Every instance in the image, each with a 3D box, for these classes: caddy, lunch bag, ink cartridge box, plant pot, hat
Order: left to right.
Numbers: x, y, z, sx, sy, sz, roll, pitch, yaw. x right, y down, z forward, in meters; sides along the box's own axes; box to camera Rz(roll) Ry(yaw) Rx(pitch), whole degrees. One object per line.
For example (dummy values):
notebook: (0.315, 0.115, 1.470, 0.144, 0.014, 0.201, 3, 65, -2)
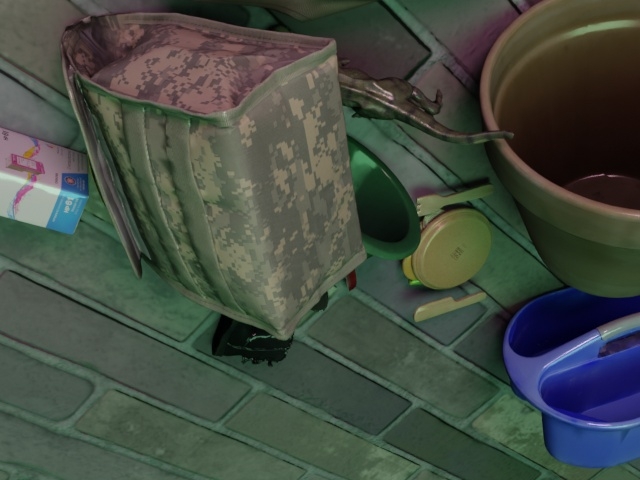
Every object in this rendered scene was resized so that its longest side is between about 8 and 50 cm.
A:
ink cartridge box: (-0.300, -0.064, 0.766, 0.122, 0.089, 0.052, 16, 119, -28)
lunch bag: (-0.122, -0.074, 0.715, 0.169, 0.286, 0.235, -42, 137, -36)
hat: (0.000, 0.000, 0.892, 0.208, 0.173, 0.183, 39, 126, -13)
caddy: (0.429, 0.169, 1.096, 0.341, 0.241, 0.179, -17, 133, -7)
plant pot: (0.347, -0.081, 0.865, 0.323, 0.323, 0.280, -23, 145, -2)

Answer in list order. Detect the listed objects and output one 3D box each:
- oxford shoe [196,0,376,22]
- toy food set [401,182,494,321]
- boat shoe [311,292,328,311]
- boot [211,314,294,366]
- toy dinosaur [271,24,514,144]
oxford shoe: (0.031, -0.282, 0.725, 0.363, 0.130, 0.133, -5, 160, -24)
toy food set: (0.169, 0.009, 1.022, 0.132, 0.038, 0.192, -14, 123, -18)
boat shoe: (-0.023, 0.051, 0.980, 0.048, 0.042, 0.133, -28, 131, 0)
boot: (-0.082, 0.116, 1.004, 0.099, 0.045, 0.121, 9, 129, -22)
toy dinosaur: (0.071, -0.146, 0.796, 0.268, 0.118, 0.064, 24, 101, 12)
